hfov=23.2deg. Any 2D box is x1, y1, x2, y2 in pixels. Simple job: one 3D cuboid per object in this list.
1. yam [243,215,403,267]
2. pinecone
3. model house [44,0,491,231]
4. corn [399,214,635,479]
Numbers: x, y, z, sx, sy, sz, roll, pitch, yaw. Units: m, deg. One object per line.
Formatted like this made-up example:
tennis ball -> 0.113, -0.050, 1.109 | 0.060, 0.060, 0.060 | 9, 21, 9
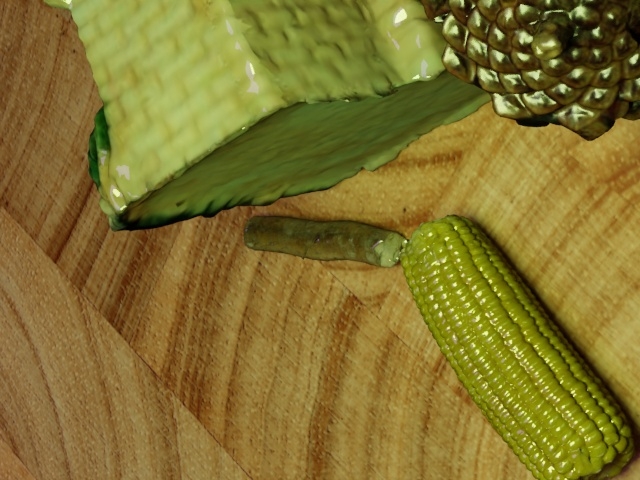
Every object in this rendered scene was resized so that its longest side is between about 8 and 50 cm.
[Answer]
yam -> 0.000, 0.000, 1.936 | 0.241, 0.057, 0.056 | 7, 102, 40
pinecone -> 0.245, -0.272, 1.516 | 0.242, 0.296, 0.298 | 4, 134, 52
model house -> -0.072, -0.268, 1.694 | 0.395, 0.445, 0.400 | -27, 81, 43
corn -> 0.209, 0.124, 1.727 | 0.344, 0.131, 0.131 | 55, 128, 23
